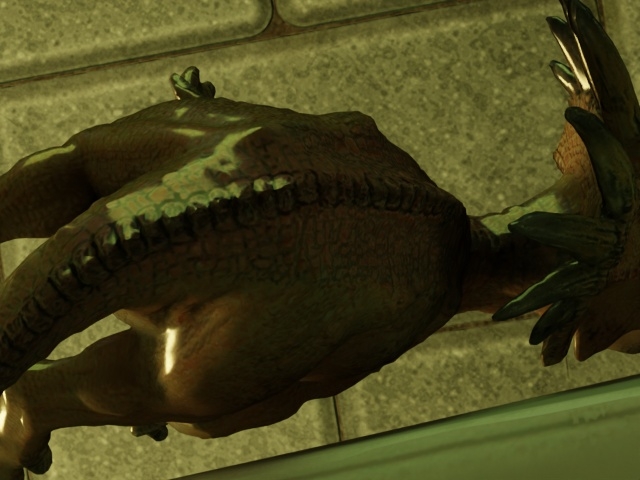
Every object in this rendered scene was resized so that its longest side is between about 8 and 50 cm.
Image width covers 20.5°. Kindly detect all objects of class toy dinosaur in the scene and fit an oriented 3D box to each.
[{"bbox_3d":[0.000,0.000,0.508,0.200,0.127,0.295,-8,3,34],"label":"toy dinosaur"}]

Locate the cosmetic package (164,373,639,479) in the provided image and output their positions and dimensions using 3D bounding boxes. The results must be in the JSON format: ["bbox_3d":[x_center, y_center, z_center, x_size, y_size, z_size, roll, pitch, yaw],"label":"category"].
[{"bbox_3d":[0.078,0.250,0.567,0.327,0.394,0.329,-16,-7,32],"label":"cosmetic package"}]
